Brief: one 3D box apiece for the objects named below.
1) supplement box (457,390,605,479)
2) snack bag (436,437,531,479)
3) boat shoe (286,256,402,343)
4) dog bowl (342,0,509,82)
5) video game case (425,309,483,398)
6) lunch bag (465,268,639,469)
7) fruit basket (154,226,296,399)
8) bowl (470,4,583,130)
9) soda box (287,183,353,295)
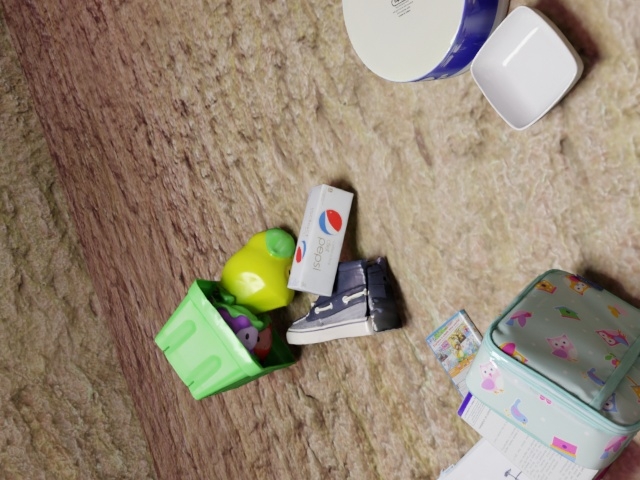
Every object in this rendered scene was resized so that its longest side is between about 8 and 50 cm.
[{"bbox_3d":[0.348,0.292,1.048,0.220,0.111,0.113,39,122,35],"label":"supplement box"},{"bbox_3d":[0.377,0.495,1.172,0.342,0.037,0.323,51,139,26],"label":"snack bag"},{"bbox_3d":[0.036,0.131,1.410,0.341,0.127,0.158,-18,77,50],"label":"boat shoe"},{"bbox_3d":[0.157,-0.384,1.040,0.265,0.104,0.264,23,122,45],"label":"dog bowl"},{"bbox_3d":[0.272,0.224,1.214,0.166,0.015,0.119,58,141,18],"label":"video game case"},{"bbox_3d":[0.346,0.157,0.879,0.224,0.279,0.107,31,128,28],"label":"lunch bag"},{"bbox_3d":[-0.157,0.166,1.536,0.283,0.392,0.392,52,139,12],"label":"fruit basket"},{"bbox_3d":[0.302,-0.248,0.953,0.142,0.053,0.142,59,141,18],"label":"bowl"},{"bbox_3d":[0.000,0.000,1.335,0.069,0.074,0.216,-5,71,67],"label":"soda box"}]
